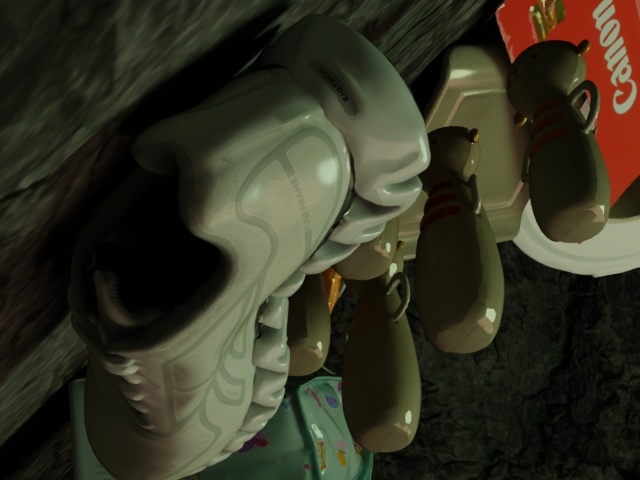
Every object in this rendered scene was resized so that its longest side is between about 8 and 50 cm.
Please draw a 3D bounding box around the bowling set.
[{"bbox_3d":[0.016,-0.021,0.838,0.287,0.199,0.154,-52,-150,42],"label":"bowling set"}]

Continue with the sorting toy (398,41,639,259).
[{"bbox_3d":[0.123,-0.079,1.194,0.347,0.047,0.196,-10,134,-39],"label":"sorting toy"}]

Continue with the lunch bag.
[{"bbox_3d":[-0.071,0.218,1.516,0.223,0.160,0.262,-15,179,13],"label":"lunch bag"}]

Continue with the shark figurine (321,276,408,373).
[{"bbox_3d":[-0.008,0.082,1.552,0.166,0.116,0.278,-44,174,17],"label":"shark figurine"}]

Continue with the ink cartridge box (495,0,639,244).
[{"bbox_3d":[0.330,-0.193,1.182,0.385,0.091,0.308,-44,141,-12],"label":"ink cartridge box"}]

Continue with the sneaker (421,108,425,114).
[{"bbox_3d":[0.125,-0.130,1.273,0.109,0.044,0.040,-27,-172,24],"label":"sneaker"}]

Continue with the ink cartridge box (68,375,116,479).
[{"bbox_3d":[-0.136,0.215,1.020,0.066,0.232,0.189,-7,170,-6],"label":"ink cartridge box"}]

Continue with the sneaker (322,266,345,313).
[{"bbox_3d":[0.000,0.000,1.057,0.083,0.084,0.215,-47,178,-46],"label":"sneaker"}]

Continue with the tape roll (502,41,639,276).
[{"bbox_3d":[0.285,-0.103,1.417,0.286,0.286,0.100,-46,-142,21],"label":"tape roll"}]

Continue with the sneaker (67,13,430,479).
[{"bbox_3d":[-0.065,0.026,0.649,0.118,0.110,0.292,-30,159,-40],"label":"sneaker"}]
